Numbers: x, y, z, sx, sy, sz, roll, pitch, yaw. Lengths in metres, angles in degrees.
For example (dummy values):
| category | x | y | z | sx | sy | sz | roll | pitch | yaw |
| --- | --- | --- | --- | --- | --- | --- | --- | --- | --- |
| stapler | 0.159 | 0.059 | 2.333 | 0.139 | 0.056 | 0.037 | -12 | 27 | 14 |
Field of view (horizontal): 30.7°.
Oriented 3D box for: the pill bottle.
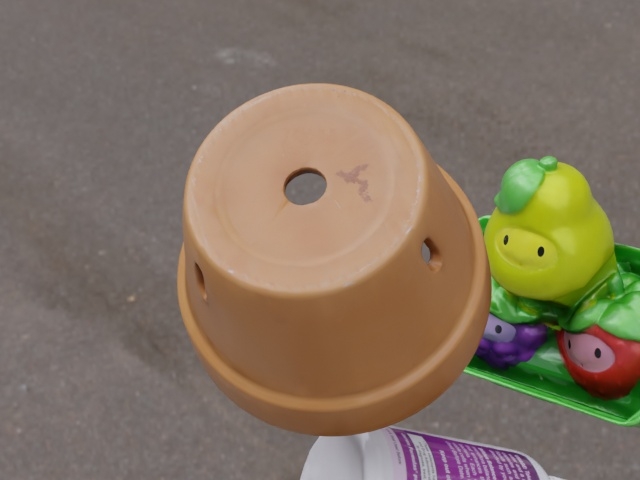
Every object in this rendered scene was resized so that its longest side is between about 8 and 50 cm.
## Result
| category | x | y | z | sx | sy | sz | roll | pitch | yaw |
| --- | --- | --- | --- | --- | --- | --- | --- | --- | --- |
| pill bottle | 0.140 | 0.291 | 1.214 | 0.302 | 0.169 | 0.169 | 15 | 22 | -23 |

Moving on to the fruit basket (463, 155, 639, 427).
| category | x | y | z | sx | sy | sz | roll | pitch | yaw |
| --- | --- | --- | --- | --- | --- | --- | --- | --- | --- |
| fruit basket | 0.318 | 0.073 | 1.602 | 0.392 | 0.392 | 0.283 | 17 | 73 | 34 |

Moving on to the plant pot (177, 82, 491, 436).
| category | x | y | z | sx | sy | sz | roll | pitch | yaw |
| --- | --- | --- | --- | --- | --- | --- | --- | --- | --- |
| plant pot | 0.000 | 0.000 | 1.014 | 0.291 | 0.203 | 0.290 | -4 | 61 | 8 |
